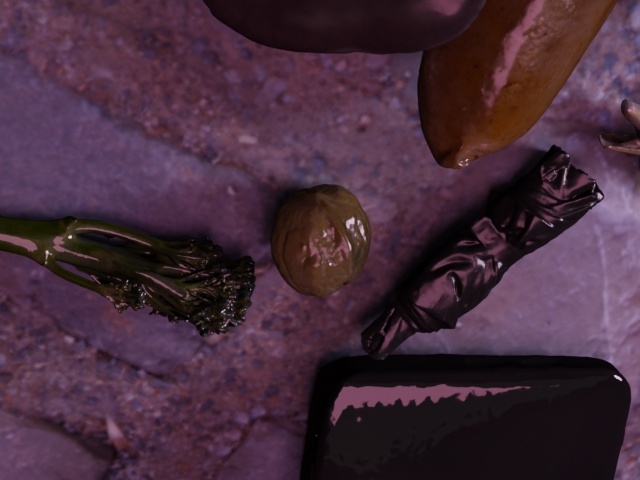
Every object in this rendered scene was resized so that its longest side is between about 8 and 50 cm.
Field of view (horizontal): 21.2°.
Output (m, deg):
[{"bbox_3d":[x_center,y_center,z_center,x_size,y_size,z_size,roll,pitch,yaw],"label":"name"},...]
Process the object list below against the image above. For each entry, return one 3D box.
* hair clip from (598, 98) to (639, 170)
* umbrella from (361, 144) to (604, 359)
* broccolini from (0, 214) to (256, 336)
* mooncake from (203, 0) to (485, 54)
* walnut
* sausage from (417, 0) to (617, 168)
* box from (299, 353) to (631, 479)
[{"bbox_3d":[0.327,-0.064,1.409,0.214,0.062,0.056,14,125,-18],"label":"hair clip"},{"bbox_3d":[0.127,0.018,1.409,0.235,0.059,0.066,-43,101,10],"label":"umbrella"},{"bbox_3d":[-0.238,0.018,1.312,0.392,0.074,0.079,7,109,-18],"label":"broccolini"},{"bbox_3d":[0.027,-0.277,1.130,0.306,0.154,0.306,5,113,12],"label":"mooncake"},{"bbox_3d":[0.000,0.000,1.357,0.092,0.092,0.092,-5,119,-10],"label":"walnut"},{"bbox_3d":[0.205,-0.272,1.227,0.123,0.136,0.501,25,111,-11],"label":"sausage"},{"bbox_3d":[0.117,0.230,1.512,0.289,0.073,0.290,0,117,-13],"label":"box"}]
